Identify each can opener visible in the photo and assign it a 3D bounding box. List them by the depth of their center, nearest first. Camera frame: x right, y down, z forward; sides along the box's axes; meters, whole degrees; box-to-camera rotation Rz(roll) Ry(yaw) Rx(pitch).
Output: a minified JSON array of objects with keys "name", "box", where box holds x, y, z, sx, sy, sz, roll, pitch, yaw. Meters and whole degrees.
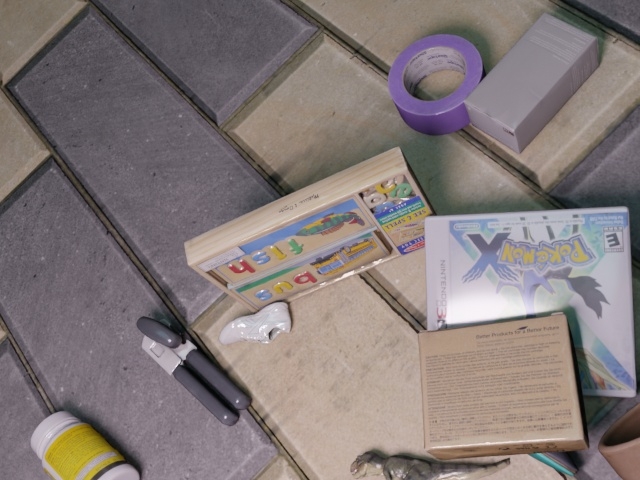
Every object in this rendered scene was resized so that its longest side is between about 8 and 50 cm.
[{"name":"can opener","box":[-0.258,0.244,1.426,0.283,0.095,0.076,35,85,31]}]

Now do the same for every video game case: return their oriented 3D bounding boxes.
[{"name":"video game case","box":[0.337,0.101,1.219,0.329,0.036,0.299,-2,87,21]}]

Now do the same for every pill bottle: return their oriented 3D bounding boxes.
[{"name":"pill bottle","box":[-0.454,0.425,1.414,0.209,0.119,0.119,31,82,30]}]

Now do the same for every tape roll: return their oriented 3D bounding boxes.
[{"name":"tape roll","box":[0.235,-0.311,1.476,0.189,0.080,0.188,-8,65,18]}]

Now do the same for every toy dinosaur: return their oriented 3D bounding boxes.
[{"name":"toy dinosaur","box":[0.168,0.404,1.201,0.268,0.064,0.118,-3,60,18]}]

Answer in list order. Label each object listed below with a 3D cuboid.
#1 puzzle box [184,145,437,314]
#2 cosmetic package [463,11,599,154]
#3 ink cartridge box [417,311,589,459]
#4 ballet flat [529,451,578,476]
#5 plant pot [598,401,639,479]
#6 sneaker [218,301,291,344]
[{"name":"puzzle box","box":[0.000,0.000,1.326,0.409,0.272,0.052,-23,59,13]},{"name":"cosmetic package","box":[0.397,-0.295,1.391,0.238,0.107,0.127,-48,59,1]},{"name":"ink cartridge box","box":[0.277,0.228,1.140,0.235,0.088,0.193,-11,60,23]},{"name":"ballet flat","box":[0.317,0.302,1.178,0.203,0.074,0.074,18,76,30]},{"name":"plant pot","box":[0.551,0.306,0.995,0.263,0.263,0.229,-34,77,5]},{"name":"sneaker","box":[-0.126,0.173,1.428,0.152,0.053,0.061,-25,63,10]}]
